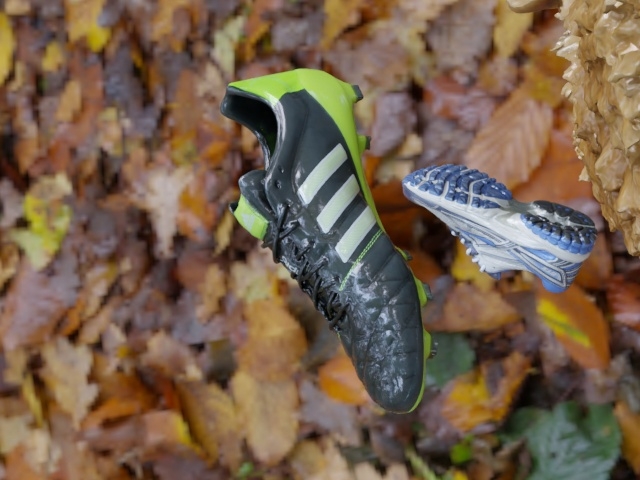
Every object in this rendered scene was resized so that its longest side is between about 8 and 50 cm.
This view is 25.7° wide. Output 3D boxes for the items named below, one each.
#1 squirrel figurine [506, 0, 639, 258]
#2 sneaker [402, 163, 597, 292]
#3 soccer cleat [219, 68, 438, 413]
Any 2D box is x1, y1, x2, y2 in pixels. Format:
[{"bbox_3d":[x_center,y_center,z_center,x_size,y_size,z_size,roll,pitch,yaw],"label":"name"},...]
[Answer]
[{"bbox_3d":[0.220,-0.164,0.771,0.397,0.281,0.370,-62,4,-25],"label":"squirrel figurine"},{"bbox_3d":[0.109,-0.004,0.914,0.135,0.052,0.058,26,123,24],"label":"sneaker"},{"bbox_3d":[0.000,0.000,0.646,0.060,0.072,0.179,120,138,-55],"label":"soccer cleat"}]
